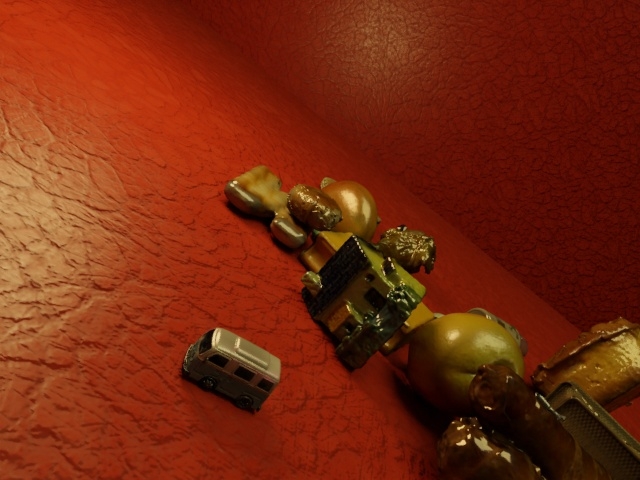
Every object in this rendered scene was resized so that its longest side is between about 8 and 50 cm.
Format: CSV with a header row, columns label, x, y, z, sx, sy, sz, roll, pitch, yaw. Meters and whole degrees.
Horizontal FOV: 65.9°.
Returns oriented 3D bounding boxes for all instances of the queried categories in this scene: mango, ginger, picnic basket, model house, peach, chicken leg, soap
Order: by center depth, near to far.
label,x,y,z,sx,sy,sz,roll,pitch,yaw
ginger,0.352,0.412,0.851,0.418,0.254,0.176,43,-21,-27
model house,0.072,0.106,0.987,0.211,0.194,0.170,44,22,10
peach,0.289,0.254,1.004,0.231,0.231,0.231,35,20,-14
soap,0.114,0.112,1.202,0.324,0.096,0.204,47,21,20
picnic basket,0.669,0.506,1.242,0.266,0.165,0.139,46,19,16
mango,0.080,-0.077,1.426,0.139,0.175,0.254,21,20,-41
chicken leg,0.253,0.046,1.570,0.212,0.140,0.361,25,23,26

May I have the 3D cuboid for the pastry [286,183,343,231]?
label,x,y,z,sx,sy,sz,roll,pitch,yaw
pastry,-0.016,-0.082,1.237,0.153,0.081,0.153,37,19,-15

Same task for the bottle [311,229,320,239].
label,x,y,z,sx,sy,sz,roll,pitch,yaw
bottle,0.000,0.000,1.343,0.030,0.030,0.083,26,22,-35

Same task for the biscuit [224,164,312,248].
label,x,y,z,sx,sy,sz,roll,pitch,yaw
biscuit,-0.117,-0.093,1.285,0.237,0.062,0.290,39,20,-6

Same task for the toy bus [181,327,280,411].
label,x,y,z,sx,sy,sz,roll,pitch,yaw
toy bus,-0.117,0.171,0.674,0.123,0.075,0.060,34,20,-18

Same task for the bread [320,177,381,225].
label,x,y,z,sx,sy,sz,roll,pitch,yaw
bread,0.120,-0.124,1.803,0.208,0.056,0.286,17,29,-42

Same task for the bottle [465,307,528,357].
label,x,y,z,sx,sy,sz,roll,pitch,yaw
bottle,0.556,0.307,1.556,0.253,0.120,0.120,29,22,-32

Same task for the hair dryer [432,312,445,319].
label,x,y,z,sx,sy,sz,roll,pitch,yaw
hair dryer,0.282,0.194,1.413,0.237,0.075,0.206,40,10,26

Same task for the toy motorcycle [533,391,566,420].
label,x,y,z,sx,sy,sz,roll,pitch,yaw
toy motorcycle,0.443,0.383,1.160,0.401,0.134,0.207,46,26,21

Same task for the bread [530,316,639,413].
label,x,y,z,sx,sy,sz,roll,pitch,yaw
bread,0.850,0.406,1.518,0.398,0.398,0.215,18,34,-47
